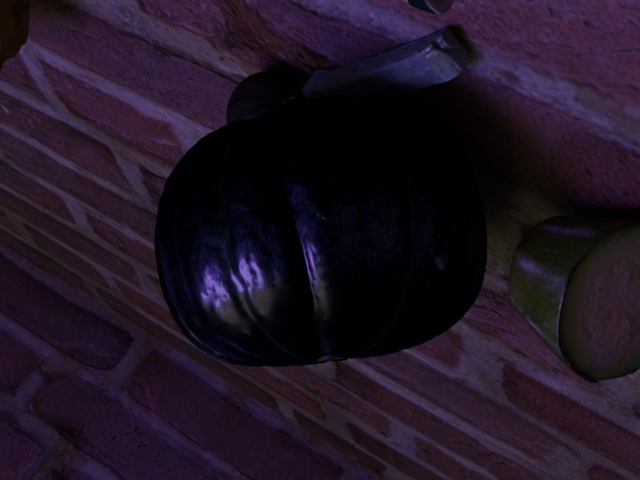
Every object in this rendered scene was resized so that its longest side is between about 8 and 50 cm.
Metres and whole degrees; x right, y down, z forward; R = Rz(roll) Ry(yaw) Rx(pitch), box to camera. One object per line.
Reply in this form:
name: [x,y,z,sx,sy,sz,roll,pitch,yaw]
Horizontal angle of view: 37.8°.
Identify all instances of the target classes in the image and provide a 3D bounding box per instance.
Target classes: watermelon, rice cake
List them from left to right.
watermelon: [-0.056,-0.151,1.108,0.105,0.105,0.133,41,152,-9]
rice cake: [0.062,-0.171,0.971,0.045,0.042,0.245,42,158,-23]

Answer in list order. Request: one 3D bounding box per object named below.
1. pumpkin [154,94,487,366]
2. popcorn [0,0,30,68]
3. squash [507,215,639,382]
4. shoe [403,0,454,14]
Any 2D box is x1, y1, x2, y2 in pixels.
pumpkin: [0.000,0.000,1.011,0.363,0.363,0.266,142,119,-68]
popcorn: [-0.546,-0.328,1.180,0.390,0.354,0.344,45,141,45]
squash: [0.273,0.049,0.949,0.123,0.170,0.170,27,159,54]
shoe: [0.094,-0.259,0.695,0.110,0.095,0.265,32,164,-3]
